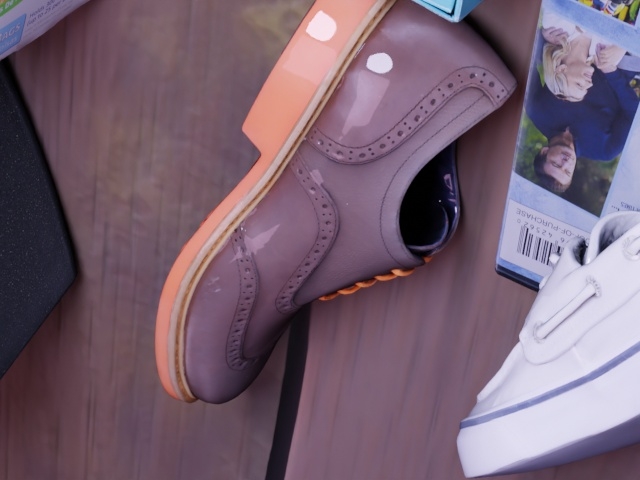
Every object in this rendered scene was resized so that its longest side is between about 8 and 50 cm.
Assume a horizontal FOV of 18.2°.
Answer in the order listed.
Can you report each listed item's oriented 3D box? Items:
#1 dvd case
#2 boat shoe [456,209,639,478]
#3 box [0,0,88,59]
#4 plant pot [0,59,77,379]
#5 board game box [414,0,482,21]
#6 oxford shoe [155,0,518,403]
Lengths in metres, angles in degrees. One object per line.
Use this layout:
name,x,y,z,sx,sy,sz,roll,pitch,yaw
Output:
dvd case,0.167,-0.052,0.786,0.180,0.022,0.253,24,132,21
boat shoe,0.132,0.029,0.805,0.258,0.095,0.084,-37,65,52
box,-0.201,-0.177,0.913,0.203,0.114,0.103,31,135,14
plant pot,-0.243,0.005,1.042,0.188,0.187,0.167,-8,127,41
board game box,-0.011,-0.280,0.714,0.254,0.079,0.336,28,134,19
oxford shoe,0.000,0.000,0.904,0.098,0.097,0.271,33,136,6
